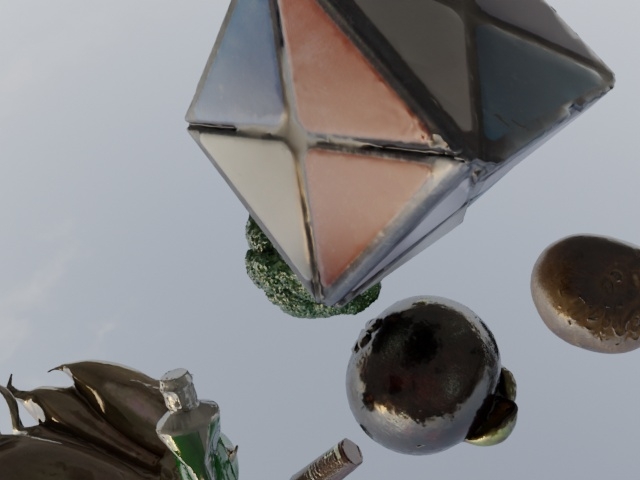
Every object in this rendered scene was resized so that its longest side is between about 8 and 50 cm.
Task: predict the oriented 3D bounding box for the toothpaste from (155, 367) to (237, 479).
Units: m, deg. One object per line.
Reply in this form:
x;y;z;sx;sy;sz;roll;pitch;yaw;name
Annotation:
-0.069;0.210;0.486;0.047;0.248;0.078;-21;-168;-19;toothpaste

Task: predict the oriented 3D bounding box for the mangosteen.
0.186;0.236;1.125;0.288;0.288;0.288;-5;-131;6;mangosteen

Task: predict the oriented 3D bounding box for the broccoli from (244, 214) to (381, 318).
0.000;0.000;1.103;0.270;0.270;0.270;25;-86;28;broccoli

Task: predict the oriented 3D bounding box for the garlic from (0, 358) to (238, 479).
-0.250;0.251;0.699;0.292;0.210;0.237;8;-97;12;garlic

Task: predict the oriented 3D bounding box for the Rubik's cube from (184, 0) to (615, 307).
0.081;-0.156;0.739;0.310;0.305;0.307;-30;-105;-40;Rubik's cube

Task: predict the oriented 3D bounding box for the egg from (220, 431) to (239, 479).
-0.228;0.417;1.084;0.168;0.168;0.231;24;-111;27;egg

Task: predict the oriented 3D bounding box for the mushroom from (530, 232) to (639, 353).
0.601;0.100;1.408;0.297;0.163;0.278;8;-118;-2;mushroom

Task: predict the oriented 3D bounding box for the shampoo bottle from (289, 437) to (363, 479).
-0.015;0.496;1.359;0.067;0.236;0.068;47;-157;1;shampoo bottle
